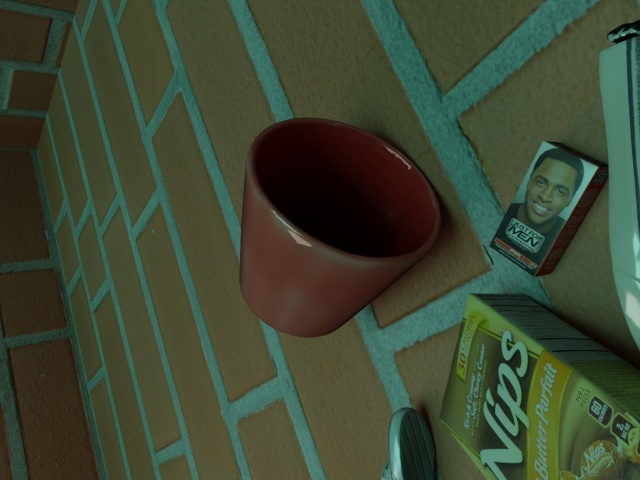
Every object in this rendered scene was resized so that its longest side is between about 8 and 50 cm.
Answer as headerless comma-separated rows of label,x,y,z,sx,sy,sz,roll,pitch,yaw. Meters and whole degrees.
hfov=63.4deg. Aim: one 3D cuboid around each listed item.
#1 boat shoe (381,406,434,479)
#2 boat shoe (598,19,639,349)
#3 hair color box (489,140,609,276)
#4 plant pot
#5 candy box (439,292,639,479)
boat shoe,0.124,0.362,0.775,0.075,0.083,0.226,-11,87,49
boat shoe,0.344,-0.045,0.431,0.158,0.127,0.341,-12,85,57
hair color box,0.261,-0.036,0.598,0.072,0.043,0.141,42,124,40
plant pot,0.000,0.000,0.764,0.275,0.275,0.243,57,141,29
candy box,0.245,0.197,0.522,0.316,0.087,0.183,-132,48,-66
